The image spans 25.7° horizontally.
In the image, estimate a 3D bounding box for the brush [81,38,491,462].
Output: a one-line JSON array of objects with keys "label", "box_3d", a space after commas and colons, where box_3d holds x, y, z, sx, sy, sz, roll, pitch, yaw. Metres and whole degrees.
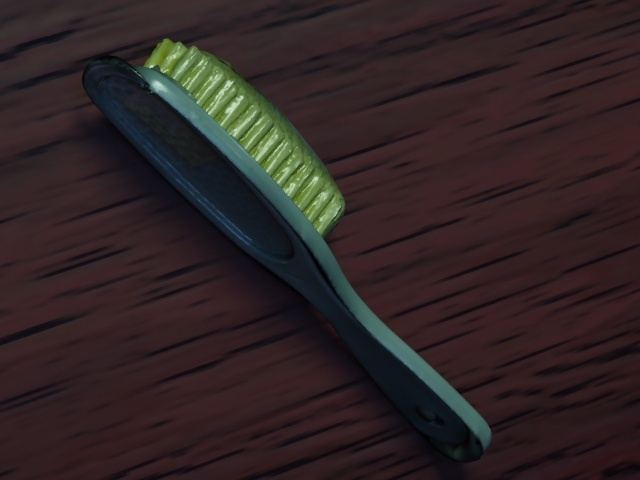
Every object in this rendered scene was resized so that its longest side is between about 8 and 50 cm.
[{"label": "brush", "box_3d": [0.000, 0.000, 0.725, 0.297, 0.068, 0.060, 48, 61, -20]}]
